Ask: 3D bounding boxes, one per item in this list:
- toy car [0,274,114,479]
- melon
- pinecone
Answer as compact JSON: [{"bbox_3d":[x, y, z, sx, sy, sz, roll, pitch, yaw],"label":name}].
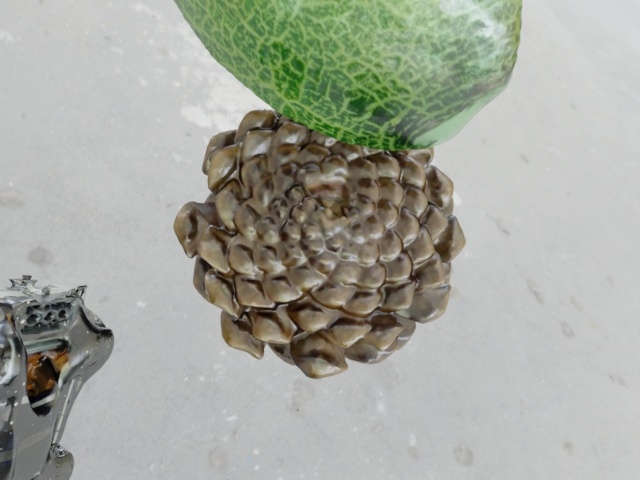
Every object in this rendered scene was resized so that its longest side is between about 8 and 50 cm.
[{"bbox_3d":[-0.318,0.184,0.560,0.118,0.301,0.193,19,1,7],"label":"toy car"},{"bbox_3d":[0.034,-0.256,0.523,0.344,0.331,0.226,57,22,12],"label":"melon"},{"bbox_3d":[0.000,0.000,0.802,0.384,0.384,0.385,20,46,-22],"label":"pinecone"}]
